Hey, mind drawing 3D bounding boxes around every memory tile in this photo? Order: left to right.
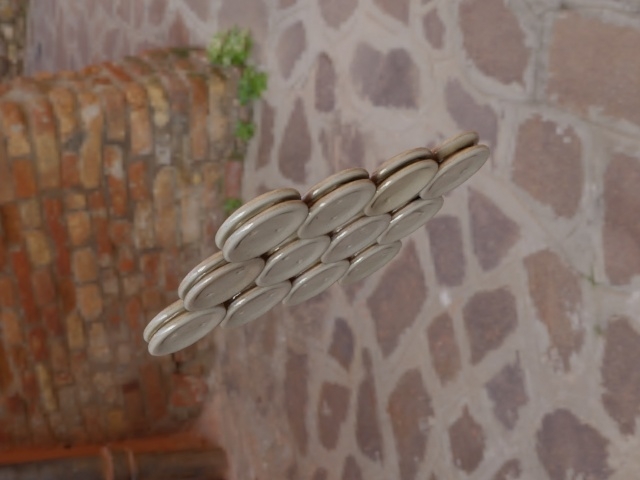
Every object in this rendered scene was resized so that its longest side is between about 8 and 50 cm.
[{"bbox_3d":[0.000,0.000,0.465,0.012,0.148,0.113,57,137,16],"label":"memory tile"}]
